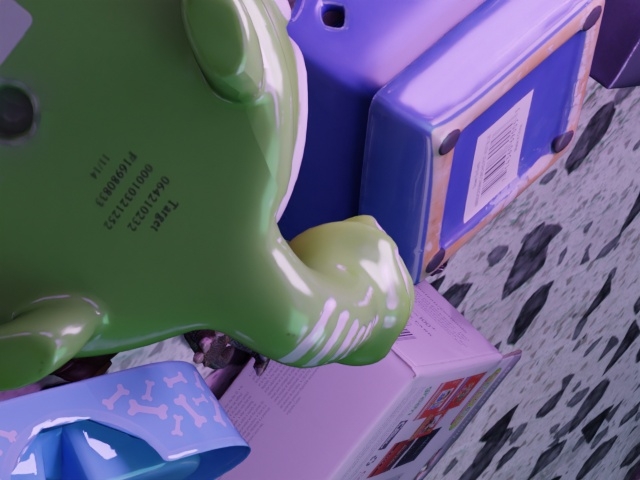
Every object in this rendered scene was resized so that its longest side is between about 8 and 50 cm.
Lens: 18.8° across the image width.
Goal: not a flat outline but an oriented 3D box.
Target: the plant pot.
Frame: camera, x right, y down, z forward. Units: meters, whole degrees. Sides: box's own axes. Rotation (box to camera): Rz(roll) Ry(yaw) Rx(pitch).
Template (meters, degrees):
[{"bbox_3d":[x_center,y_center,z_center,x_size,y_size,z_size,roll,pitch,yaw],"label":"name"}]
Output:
[{"bbox_3d":[0.044,-0.119,1.256,0.236,0.212,0.236,-41,156,-27],"label":"plant pot"}]

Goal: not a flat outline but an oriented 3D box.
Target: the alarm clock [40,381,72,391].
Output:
[{"bbox_3d":[-0.214,0.178,1.422,0.192,0.064,0.129,-22,144,-46],"label":"alarm clock"}]

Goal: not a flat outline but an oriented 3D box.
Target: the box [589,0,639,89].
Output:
[{"bbox_3d":[0.224,-0.203,1.547,0.156,0.158,0.093,-11,135,-57],"label":"box"}]

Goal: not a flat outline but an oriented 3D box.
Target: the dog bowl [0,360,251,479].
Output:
[{"bbox_3d":[-0.192,0.153,1.282,0.297,0.074,0.166,-14,164,-32],"label":"dog bowl"}]

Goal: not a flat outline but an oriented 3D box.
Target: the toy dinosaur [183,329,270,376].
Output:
[{"bbox_3d":[-0.097,0.012,1.293,0.121,0.160,0.313,-54,165,3],"label":"toy dinosaur"}]

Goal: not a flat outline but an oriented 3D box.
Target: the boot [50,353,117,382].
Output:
[{"bbox_3d":[-0.170,0.058,1.355,0.106,0.037,0.114,-57,153,8],"label":"boot"}]

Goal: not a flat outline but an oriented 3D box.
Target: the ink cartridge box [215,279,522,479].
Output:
[{"bbox_3d":[0.007,0.180,1.729,0.309,0.130,0.272,-52,160,17],"label":"ink cartridge box"}]

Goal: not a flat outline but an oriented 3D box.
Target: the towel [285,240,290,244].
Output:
[{"bbox_3d":[0.000,0.000,1.602,0.110,0.027,0.148,-26,147,-48],"label":"towel"}]

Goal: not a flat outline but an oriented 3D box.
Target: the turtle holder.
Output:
[{"bbox_3d":[-0.099,-0.071,0.931,0.227,0.320,0.243,-67,167,-75],"label":"turtle holder"}]

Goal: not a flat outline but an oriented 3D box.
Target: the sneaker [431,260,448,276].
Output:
[{"bbox_3d":[0.102,-0.053,1.701,0.075,0.057,0.161,-99,-159,-70],"label":"sneaker"}]
